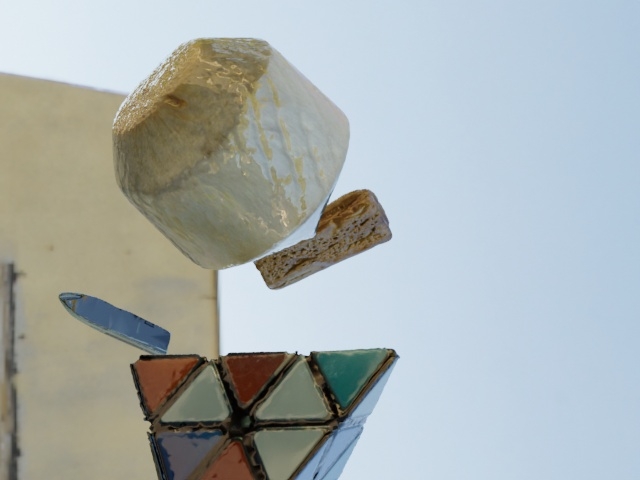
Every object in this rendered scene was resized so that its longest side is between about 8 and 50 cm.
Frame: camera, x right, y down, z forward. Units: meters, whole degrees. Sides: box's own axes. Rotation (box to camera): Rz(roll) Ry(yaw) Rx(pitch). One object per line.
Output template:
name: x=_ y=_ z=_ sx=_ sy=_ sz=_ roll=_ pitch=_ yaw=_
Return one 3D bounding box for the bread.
bread: x=0.001 y=0.001 z=1.831 sx=0.271 sy=0.139 sz=0.077 roll=-26 pitch=-141 yaw=8

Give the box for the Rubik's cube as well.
Rubik's cube: x=-0.072 y=0.265 z=0.896 sx=0.284 sy=0.234 sz=0.250 roll=0 pitch=-61 yaw=16

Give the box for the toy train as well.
toy train: x=-0.410 y=0.160 z=1.868 sx=0.048 sy=0.252 sz=0.055 roll=-20 pitch=-131 yaw=46

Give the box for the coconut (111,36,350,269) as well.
coconut: x=-0.108 y=-0.101 z=1.257 sx=0.328 sy=0.328 sz=0.329 roll=-7 pitch=-99 yaw=52
